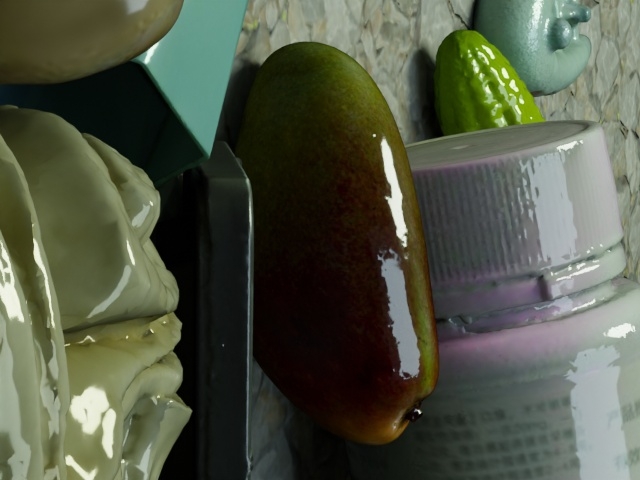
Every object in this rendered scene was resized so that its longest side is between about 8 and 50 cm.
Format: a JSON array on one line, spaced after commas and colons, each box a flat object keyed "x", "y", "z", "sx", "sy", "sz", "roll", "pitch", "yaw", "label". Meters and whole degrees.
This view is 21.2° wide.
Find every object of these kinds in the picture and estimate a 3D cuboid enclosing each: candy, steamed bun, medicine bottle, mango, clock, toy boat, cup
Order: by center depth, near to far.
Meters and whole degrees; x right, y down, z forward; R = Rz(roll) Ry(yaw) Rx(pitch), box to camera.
[{"x": -0.172, "y": 0.027, "z": 0.624, "sx": 0.289, "sy": 0.276, "sz": 0.203, "roll": 42, "pitch": 63, "yaw": -49, "label": "steamed bun"}, {"x": -0.088, "y": -0.158, "z": 0.899, "sx": 0.134, "sy": 0.148, "sz": 0.236, "roll": 111, "pitch": 0, "yaw": -63, "label": "cup"}, {"x": -0.068, "y": 0.091, "z": 0.945, "sx": 0.273, "sy": 0.049, "sz": 0.279, "roll": -130, "pitch": -140, "yaw": -80, "label": "clock"}, {"x": 0.000, "y": 0.000, "z": 1.089, "sx": 0.111, "sy": 0.133, "sz": 0.268, "roll": 6, "pitch": 71, "yaw": -59, "label": "mango"}, {"x": 0.127, "y": 0.079, "z": 1.222, "sx": 0.241, "sy": 0.241, "sz": 0.302, "roll": -24, "pitch": 106, "yaw": -58, "label": "medicine bottle"}, {"x": 0.142, "y": -0.081, "z": 1.387, "sx": 0.097, "sy": 0.096, "sz": 0.209, "roll": -58, "pitch": 136, "yaw": -40, "label": "candy"}, {"x": 0.204, "y": -0.193, "z": 1.498, "sx": 0.207, "sy": 0.078, "sz": 0.134, "roll": -25, "pitch": 119, "yaw": -60, "label": "toy boat"}]

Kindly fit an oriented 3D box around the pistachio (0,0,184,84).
[{"x": -0.139, "y": -0.179, "z": 0.681, "sx": 0.181, "sy": 0.293, "sz": 0.162, "roll": -36, "pitch": 154, "yaw": 2, "label": "pistachio"}]
